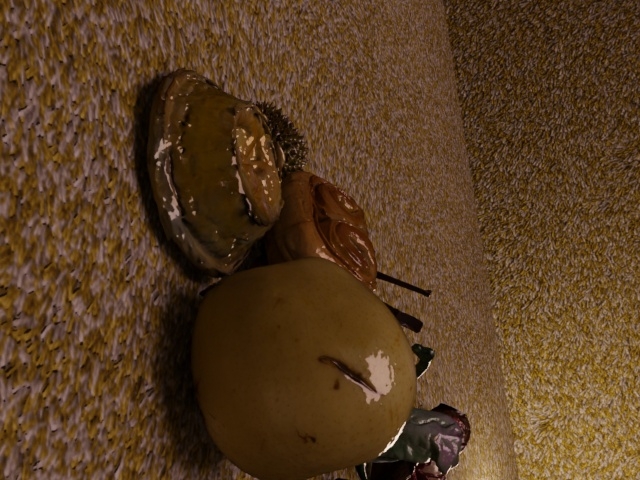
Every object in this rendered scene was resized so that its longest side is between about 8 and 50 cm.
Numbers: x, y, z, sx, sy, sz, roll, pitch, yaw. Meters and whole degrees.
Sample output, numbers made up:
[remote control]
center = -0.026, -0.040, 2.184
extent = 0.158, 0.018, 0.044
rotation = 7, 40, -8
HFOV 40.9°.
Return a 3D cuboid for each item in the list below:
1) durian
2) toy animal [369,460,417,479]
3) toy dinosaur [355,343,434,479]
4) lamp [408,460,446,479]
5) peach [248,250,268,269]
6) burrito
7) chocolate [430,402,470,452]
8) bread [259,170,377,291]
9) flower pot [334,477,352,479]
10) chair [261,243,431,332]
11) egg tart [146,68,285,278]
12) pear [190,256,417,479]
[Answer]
[durian]
center = -0.083, -0.170, 1.419
extent = 0.208, 0.103, 0.146
rotation = 54, 36, -44
[toy animal]
center = 0.157, 0.453, 1.731
extent = 0.089, 0.188, 0.179
rotation = 30, 18, -11
[toy dinosaur]
center = 0.106, 0.302, 1.431
extent = 0.447, 0.301, 0.087
rotation = 57, 29, -44
[lamp]
center = 0.230, 0.550, 1.948
extent = 0.118, 0.118, 0.253
rotation = -27, 106, -69
[peach]
center = -0.087, 0.068, 1.357
extent = 0.098, 0.061, 0.098
rotation = 51, 18, -24
[burrito]
center = 0.162, 0.369, 1.669
extent = 0.089, 0.229, 0.143
rotation = 106, -7, -52
[chocolate]
center = 0.323, 0.500, 2.224
extent = 0.133, 0.124, 0.127
rotation = -58, 148, -12
[bread]
center = -0.002, -0.001, 1.368
extent = 0.198, 0.120, 0.236
rotation = 31, 32, -32
[flower pot]
center = 0.112, 0.532, 1.530
extent = 0.235, 0.235, 0.148
rotation = 51, 55, -54
[chair]
center = 0.012, 0.100, 1.542
extent = 0.327, 0.183, 0.175
rotation = 30, 36, -5
[egg tart]
center = -0.134, -0.102, 1.216
extent = 0.315, 0.120, 0.314
rotation = -10, 90, -71
[pear]
center = -0.026, 0.169, 1.154
extent = 0.309, 0.309, 0.309
rotation = -9, 90, -70
